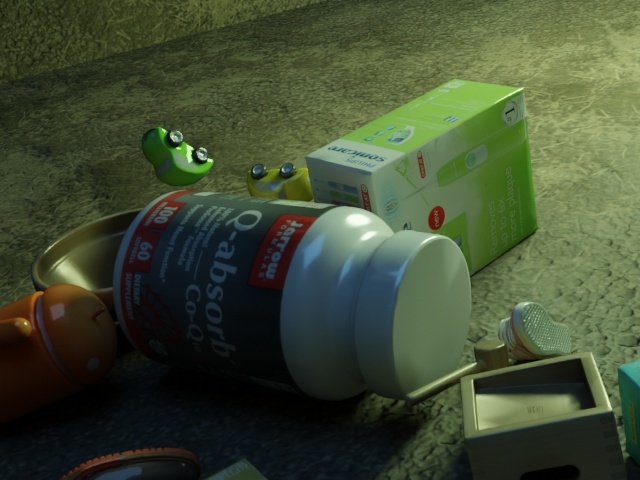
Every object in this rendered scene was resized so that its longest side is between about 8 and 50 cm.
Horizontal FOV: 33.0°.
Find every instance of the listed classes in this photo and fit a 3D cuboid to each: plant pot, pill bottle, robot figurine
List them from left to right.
[{"bbox_3d":[-0.329,0.129,1.243,0.219,0.158,0.128,-25,30,6],"label":"robot figurine"},{"bbox_3d":[-0.247,0.053,1.412,0.237,0.110,0.237,-10,26,5],"label":"plant pot"},{"bbox_3d":[-0.033,0.060,1.188,0.363,0.210,0.210,7,31,34],"label":"pill bottle"}]

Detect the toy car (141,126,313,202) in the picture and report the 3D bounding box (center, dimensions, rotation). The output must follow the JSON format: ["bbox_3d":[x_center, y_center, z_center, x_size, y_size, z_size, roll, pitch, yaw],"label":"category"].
[{"bbox_3d":[-0.148,-0.072,1.460,0.239,0.225,0.053,-30,37,46],"label":"toy car"}]

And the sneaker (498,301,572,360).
[{"bbox_3d":[0.209,0.099,1.132,0.070,0.051,0.134,-4,-18,31],"label":"sneaker"}]

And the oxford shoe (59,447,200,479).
[{"bbox_3d":[-0.227,0.278,0.987,0.271,0.097,0.098,-24,46,-13],"label":"oxford shoe"}]

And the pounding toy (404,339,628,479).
[{"bbox_3d":[0.177,0.172,1.015,0.181,0.094,0.206,-13,16,10],"label":"pounding toy"}]

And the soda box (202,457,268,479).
[{"bbox_3d":[-0.042,0.264,0.942,0.058,0.061,0.181,-24,28,-23],"label":"soda box"}]

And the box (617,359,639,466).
[{"bbox_3d":[0.331,0.193,0.883,0.060,0.100,0.244,-17,25,-8],"label":"box"}]

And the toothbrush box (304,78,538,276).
[{"bbox_3d":[0.136,-0.057,1.361,0.283,0.206,0.122,-29,31,-33],"label":"toothbrush box"}]
